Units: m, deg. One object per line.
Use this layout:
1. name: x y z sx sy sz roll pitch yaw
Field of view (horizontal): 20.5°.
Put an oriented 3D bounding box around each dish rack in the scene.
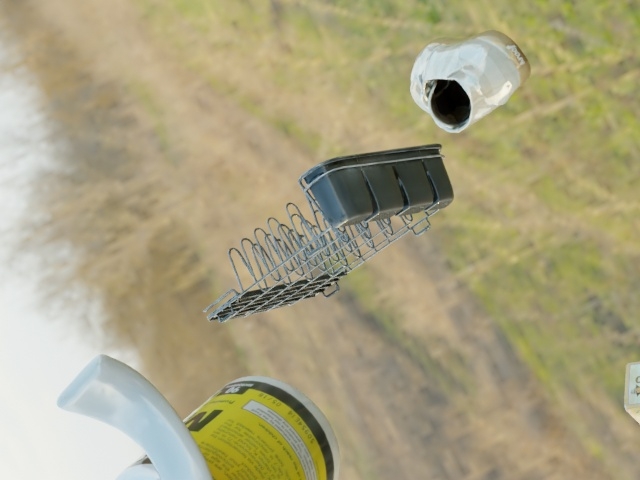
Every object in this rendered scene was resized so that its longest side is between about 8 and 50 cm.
1. dish rack: 0.000 0.000 1.882 0.208 0.271 0.074 -9 -112 -48

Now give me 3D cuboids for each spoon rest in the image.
1. spoon rest: -0.097 0.199 1.091 0.084 0.137 0.276 18 -140 -37

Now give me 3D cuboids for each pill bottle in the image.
1. pill bottle: -0.083 0.192 1.269 0.208 0.119 0.119 -38 -74 -53

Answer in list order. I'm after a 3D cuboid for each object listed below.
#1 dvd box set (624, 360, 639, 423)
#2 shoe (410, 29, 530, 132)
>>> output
1. dvd box set: 0.580 0.190 1.904 0.307 0.420 0.062 40 -132 -45
2. shoe: 0.114 -0.135 1.542 0.076 0.058 0.219 47 168 -6
